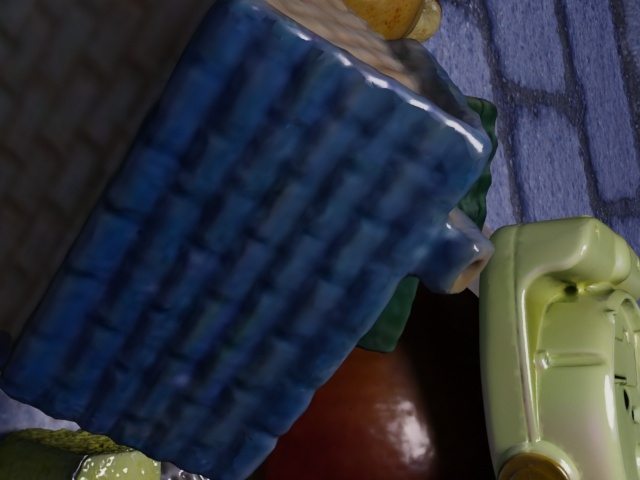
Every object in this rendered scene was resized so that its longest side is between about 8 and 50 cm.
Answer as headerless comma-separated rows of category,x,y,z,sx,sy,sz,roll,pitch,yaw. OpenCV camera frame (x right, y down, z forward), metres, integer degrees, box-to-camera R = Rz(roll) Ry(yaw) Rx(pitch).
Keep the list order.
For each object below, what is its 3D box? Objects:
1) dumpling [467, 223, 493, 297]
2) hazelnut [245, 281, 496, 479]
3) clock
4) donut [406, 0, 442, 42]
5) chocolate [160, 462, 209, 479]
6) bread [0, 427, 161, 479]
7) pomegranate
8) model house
dumpling,0.128,0.053,1.338,0.163,0.204,0.293,28,66,-36
hazelnut,0.048,0.186,1.054,0.366,0.366,0.365,23,62,-52
clock,0.253,0.163,0.928,0.286,0.117,0.348,19,66,-60
donut,0.128,-0.391,1.576,0.217,0.085,0.141,45,45,-42
chocolate,-0.150,0.316,0.928,0.110,0.110,0.248,22,60,-52
bread,-0.216,0.222,0.852,0.129,0.114,0.111,0,87,-53
pomegranate,0.040,-0.354,1.311,0.233,0.233,0.233,23,62,-52
model house,-0.058,-0.030,0.788,0.400,0.395,0.445,40,20,19
